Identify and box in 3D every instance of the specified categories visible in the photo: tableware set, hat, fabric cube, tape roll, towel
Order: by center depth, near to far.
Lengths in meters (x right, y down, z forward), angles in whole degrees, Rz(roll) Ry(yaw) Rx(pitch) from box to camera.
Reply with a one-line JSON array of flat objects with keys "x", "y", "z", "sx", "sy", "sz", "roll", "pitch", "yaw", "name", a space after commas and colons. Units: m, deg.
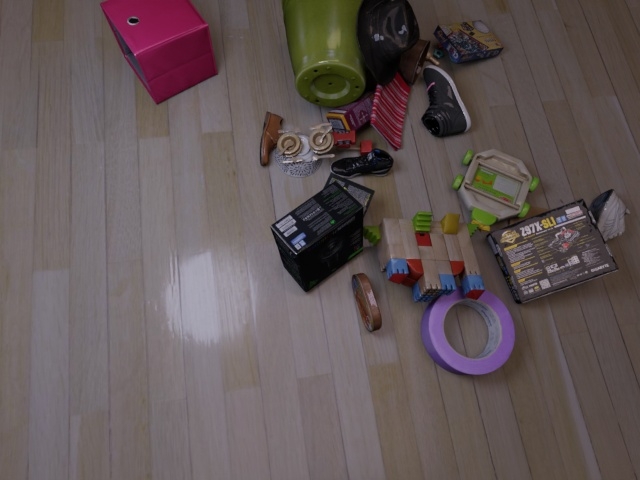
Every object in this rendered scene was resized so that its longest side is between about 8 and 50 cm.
[{"x": 0.466, "y": 0.286, "z": 1.429, "sx": 0.275, "sy": 0.090, "sz": 0.274, "roll": 2, "pitch": 73, "yaw": -5, "name": "tape roll"}, {"x": 0.247, "y": -0.680, "z": 1.466, "sx": 0.134, "sy": 0.331, "sz": 0.331, "roll": 3, "pitch": 68, "yaw": 32, "name": "hat"}, {"x": -0.053, "y": -0.331, "z": 1.504, "sx": 0.194, "sy": 0.039, "sz": 0.128, "roll": -6, "pitch": 79, "yaw": 4, "name": "tableware set"}, {"x": -0.545, "y": -0.689, "z": 1.553, "sx": 0.258, "sy": 0.259, "sz": 0.254, "roll": -31, "pitch": 77, "yaw": -14, "name": "fabric cube"}, {"x": 0.255, "y": -0.489, "z": 1.616, "sx": 0.031, "sy": 0.199, "sz": 0.274, "roll": -2, "pitch": 67, "yaw": 38, "name": "towel"}]

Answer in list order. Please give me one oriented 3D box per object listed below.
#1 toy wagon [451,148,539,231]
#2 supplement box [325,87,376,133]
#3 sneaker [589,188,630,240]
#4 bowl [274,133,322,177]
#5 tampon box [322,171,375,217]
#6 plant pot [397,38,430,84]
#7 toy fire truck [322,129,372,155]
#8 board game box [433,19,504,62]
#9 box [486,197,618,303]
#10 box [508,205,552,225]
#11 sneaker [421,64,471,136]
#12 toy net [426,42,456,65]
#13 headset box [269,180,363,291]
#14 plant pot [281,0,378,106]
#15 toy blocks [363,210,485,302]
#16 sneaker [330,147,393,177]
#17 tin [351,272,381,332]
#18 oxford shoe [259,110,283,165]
[{"x": 0.601, "y": -0.168, "z": 1.581, "sx": 0.267, "sy": 0.068, "sz": 0.344, "roll": 25, "pitch": 68, "yaw": 8, "name": "toy wagon"}, {"x": 0.128, "y": -0.466, "z": 1.615, "sx": 0.188, "sy": 0.104, "sz": 0.080, "roll": -40, "pitch": 124, "yaw": -16, "name": "supplement box"}, {"x": 1.001, "y": -0.045, "z": 1.578, "sx": 0.129, "sy": 0.111, "sz": 0.297, "roll": 39, "pitch": 74, "yaw": 1, "name": "sneaker"}, {"x": -0.075, "y": -0.314, "z": 1.572, "sx": 0.170, "sy": 0.080, "sz": 0.170, "roll": 2, "pitch": 73, "yaw": -6, "name": "bowl"}, {"x": 0.083, "y": -0.135, "z": 1.508, "sx": 0.161, "sy": 0.120, "sz": 0.101, "roll": 24, "pitch": 73, "yaw": 2, "name": "tampon box"}, {"x": 0.304, "y": -0.695, "z": 1.694, "sx": 0.165, "sy": 0.167, "sz": 0.166, "roll": 23, "pitch": 72, "yaw": 10, "name": "plant pot"}, {"x": 0.083, "y": -0.340, "z": 1.581, "sx": 0.192, "sy": 0.135, "sz": 0.047, "roll": -2, "pitch": 79, "yaw": 8, "name": "toy fire truck"}, {"x": 0.584, "y": -0.786, "z": 1.766, "sx": 0.243, "sy": 0.042, "sz": 0.165, "roll": -19, "pitch": 69, "yaw": -26, "name": "board game box"}, {"x": 0.761, "y": 0.038, "z": 1.490, "sx": 0.322, "sy": 0.079, "sz": 0.257, "roll": -22, "pitch": 75, "yaw": 7, "name": "box"}, {"x": 0.748, "y": -0.027, "z": 1.589, "sx": 0.165, "sy": 0.021, "sz": 0.201, "roll": 11, "pitch": 72, "yaw": -1, "name": "box"}, {"x": 0.428, "y": -0.516, "z": 1.669, "sx": 0.147, "sy": 0.104, "sz": 0.295, "roll": -23, "pitch": 80, "yaw": -17, "name": "sneaker"}, {"x": 0.457, "y": -0.751, "z": 1.779, "sx": 0.232, "sy": 0.045, "sz": 0.122, "roll": -3, "pitch": 73, "yaw": -6, "name": "toy net"}, {"x": 0.000, "y": 0.000, "z": 1.382, "sx": 0.246, "sy": 0.283, "sz": 0.131, "roll": -35, "pitch": 63, "yaw": -16, "name": "headset box"}, {"x": 0.036, "y": -0.671, "z": 1.542, "sx": 0.367, "sy": 0.366, "sz": 0.352, "roll": 4, "pitch": 71, "yaw": -4, "name": "plant pot"}, {"x": 0.334, "y": 0.071, "z": 1.397, "sx": 0.382, "sy": 0.190, "sz": 0.260, "roll": 3, "pitch": 59, "yaw": -13, "name": "toy blocks"}, {"x": 0.145, "y": -0.278, "z": 1.559, "sx": 0.217, "sy": 0.121, "sz": 0.079, "roll": -3, "pitch": 72, "yaw": -6, "name": "sneaker"}, {"x": 0.146, "y": 0.194, "z": 1.417, "sx": 0.040, "sy": 0.106, "sz": 0.189, "roll": -14, "pitch": 75, "yaw": -10, "name": "tin"}, {"x": -0.173, "y": -0.358, "z": 1.582, "sx": 0.076, "sy": 0.076, "sz": 0.212, "roll": 12, "pitch": 71, "yaw": -10, "name": "oxford shoe"}]
